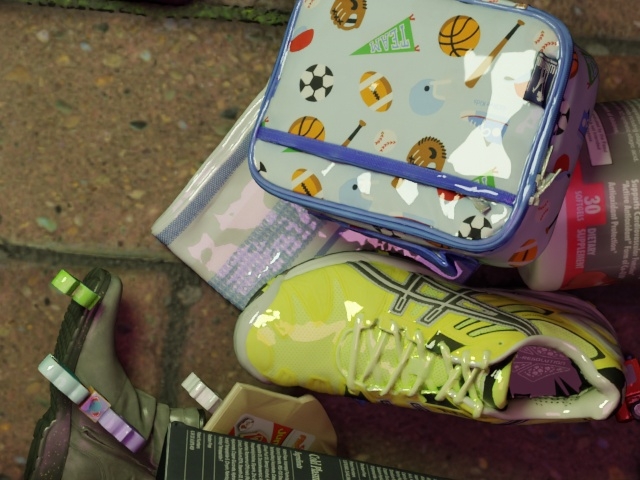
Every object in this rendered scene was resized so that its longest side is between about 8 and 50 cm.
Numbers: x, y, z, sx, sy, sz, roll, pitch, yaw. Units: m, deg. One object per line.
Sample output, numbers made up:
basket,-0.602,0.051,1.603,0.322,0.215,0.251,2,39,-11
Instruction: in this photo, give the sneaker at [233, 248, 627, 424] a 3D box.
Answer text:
sneaker,0.111,0.098,1.717,0.385,0.147,0.145,3,105,-9

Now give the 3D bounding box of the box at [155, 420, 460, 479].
box,-0.023,0.377,1.649,0.312,0.179,0.343,11,106,-7

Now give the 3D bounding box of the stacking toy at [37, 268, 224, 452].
stacking toy,-0.215,0.153,1.691,0.221,0.052,0.167,42,86,-22

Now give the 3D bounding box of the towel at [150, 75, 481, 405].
towel,0.000,0.000,1.780,0.285,0.034,0.209,40,93,-9

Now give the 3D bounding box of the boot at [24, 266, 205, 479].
boot,-0.186,0.156,1.770,0.161,0.083,0.246,13,99,-16

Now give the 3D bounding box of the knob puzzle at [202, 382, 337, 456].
knob puzzle,-0.064,0.222,1.762,0.213,0.030,0.213,-19,131,-23

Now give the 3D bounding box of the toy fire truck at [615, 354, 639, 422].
toy fire truck,0.370,0.096,1.808,0.192,0.047,0.135,-17,76,10

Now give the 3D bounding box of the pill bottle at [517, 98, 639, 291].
pill bottle,0.345,-0.053,1.732,0.318,0.176,0.176,-6,97,-4

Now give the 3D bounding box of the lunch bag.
lunch bag,0.093,-0.104,1.637,0.303,0.115,0.243,17,84,29
